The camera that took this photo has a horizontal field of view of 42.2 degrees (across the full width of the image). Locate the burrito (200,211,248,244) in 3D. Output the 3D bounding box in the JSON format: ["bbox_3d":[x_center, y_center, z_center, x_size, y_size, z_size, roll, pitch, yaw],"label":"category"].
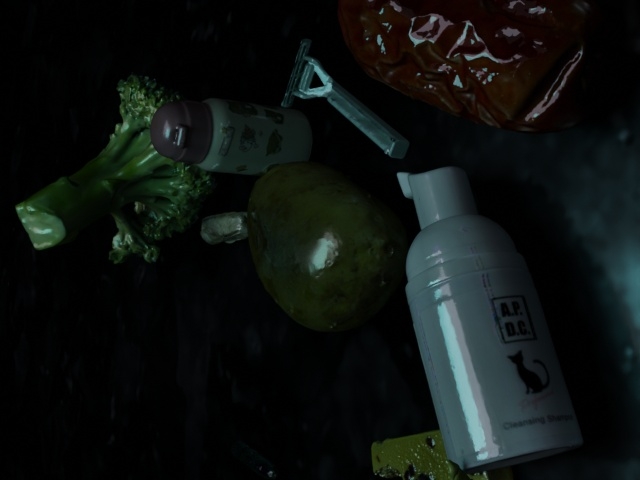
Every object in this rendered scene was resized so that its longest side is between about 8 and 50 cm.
[{"bbox_3d":[-0.176,-0.022,1.534,0.188,0.045,0.058,-7,93,54],"label":"burrito"}]

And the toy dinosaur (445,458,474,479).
[{"bbox_3d":[0.220,0.318,0.838,0.153,0.094,0.259,-18,110,46],"label":"toy dinosaur"}]

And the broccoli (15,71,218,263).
[{"bbox_3d":[-0.363,-0.138,1.537,0.274,0.397,0.353,2,84,30],"label":"broccoli"}]

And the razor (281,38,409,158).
[{"bbox_3d":[0.042,-0.198,1.240,0.278,0.056,0.111,43,124,39],"label":"razor"}]

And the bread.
[{"bbox_3d":[0.145,0.282,1.048,0.226,0.049,0.088,-31,63,51],"label":"bread"}]

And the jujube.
[{"bbox_3d":[0.167,-0.241,0.936,0.342,0.216,0.216,39,120,34],"label":"jujube"}]

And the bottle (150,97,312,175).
[{"bbox_3d":[-0.145,-0.166,1.319,0.120,0.253,0.120,-8,81,55],"label":"bottle"}]

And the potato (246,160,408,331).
[{"bbox_3d":[0.000,0.000,1.172,0.307,0.173,0.210,49,129,47],"label":"potato"}]

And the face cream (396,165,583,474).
[{"bbox_3d":[0.170,0.065,0.942,0.145,0.145,0.370,-37,60,48],"label":"face cream"}]

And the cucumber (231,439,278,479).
[{"bbox_3d":[-0.108,0.379,1.422,0.133,0.032,0.032,14,99,54],"label":"cucumber"}]
